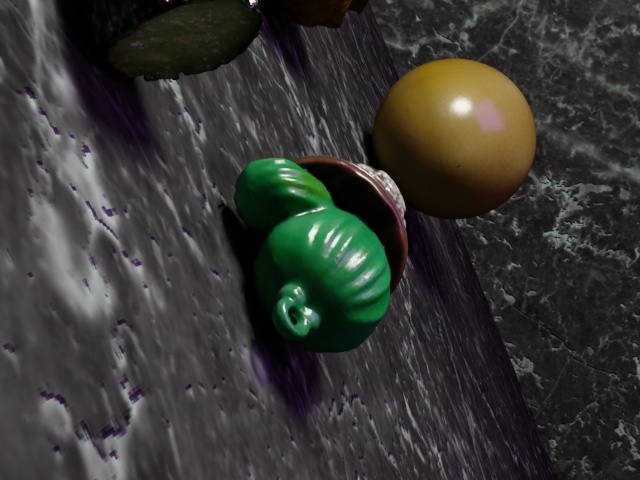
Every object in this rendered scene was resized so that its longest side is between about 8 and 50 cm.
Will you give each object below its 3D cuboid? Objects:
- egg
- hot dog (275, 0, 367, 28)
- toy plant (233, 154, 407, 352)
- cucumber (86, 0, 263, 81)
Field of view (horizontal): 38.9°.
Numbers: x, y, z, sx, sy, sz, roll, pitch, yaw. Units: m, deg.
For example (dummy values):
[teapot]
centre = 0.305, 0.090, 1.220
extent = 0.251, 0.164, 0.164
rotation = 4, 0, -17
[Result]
[egg]
centre = 0.206, -0.157, 1.412
extent = 0.250, 0.250, 0.322
rotation = 69, 20, 4
[hot dog]
centre = -0.021, -0.408, 0.984
extent = 0.387, 0.174, 0.267
rotation = 60, 25, -51
[toy plant]
centre = 0.000, 0.000, 0.630
extent = 0.143, 0.105, 0.200
rotation = 59, 25, -6
[cucumber]
centre = -0.125, -0.268, 0.543
extent = 0.096, 0.096, 0.359
rotation = 34, 37, -69
